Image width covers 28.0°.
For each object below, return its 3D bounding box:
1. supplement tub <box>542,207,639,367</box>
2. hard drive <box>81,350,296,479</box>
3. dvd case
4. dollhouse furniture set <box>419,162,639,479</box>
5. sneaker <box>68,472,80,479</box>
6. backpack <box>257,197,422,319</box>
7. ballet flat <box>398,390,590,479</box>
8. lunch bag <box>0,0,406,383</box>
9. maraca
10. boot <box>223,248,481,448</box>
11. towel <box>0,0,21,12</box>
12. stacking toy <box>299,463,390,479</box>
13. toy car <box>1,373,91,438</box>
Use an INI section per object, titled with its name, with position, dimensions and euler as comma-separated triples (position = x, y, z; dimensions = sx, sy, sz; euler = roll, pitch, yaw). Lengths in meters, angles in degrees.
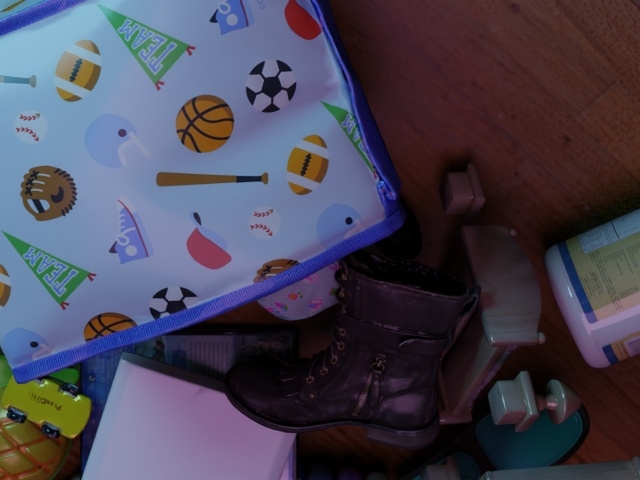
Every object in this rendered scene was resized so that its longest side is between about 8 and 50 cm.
[supplement tub]
position = 0.354, 0.038, 1.372
dimensions = 0.199, 0.144, 0.144
euler = -24, 117, 12
[hard drive]
position = -0.170, 0.303, 1.452
dimensions = 0.210, 0.040, 0.319
euler = 18, 103, -5
[dvd case]
position = -0.150, 0.190, 1.477
dimensions = 0.253, 0.022, 0.180
euler = 0, 90, 0
[dollhouse furniture set]
position = 0.212, 0.145, 1.406
dimensions = 0.174, 0.355, 0.303
euler = -1, 149, -15
[sneaker]
position = -0.380, 0.382, 1.587
dimensions = 0.118, 0.110, 0.292
euler = 39, 112, -10
[backpack]
position = 0.000, 0.000, 1.366
dimensions = 0.182, 0.115, 0.152
euler = -28, 119, 18
[ballet flat]
position = 0.202, 0.251, 1.521
dimensions = 0.280, 0.096, 0.095
euler = -33, 81, 26
[lunch bag]
position = -0.148, -0.096, 1.188
dimensions = 0.385, 0.239, 0.328
euler = -20, 106, 13
[maraca]
position = -0.348, 0.209, 1.492
dimensions = 0.127, 0.099, 0.186
euler = 14, 94, -21
[boot]
position = 0.027, 0.099, 1.333
dimensions = 0.263, 0.091, 0.229
euler = 8, 128, 8
[towel]
position = -0.217, -0.239, 1.277
dimensions = 0.285, 0.034, 0.209
euler = 23, 114, -15
[stacking toy]
position = -0.087, 0.307, 1.539
dimensions = 0.330, 0.141, 0.141
euler = 16, 118, -2
[toy car]
position = -0.394, 0.155, 1.425
dimensions = 0.225, 0.053, 0.239
euler = -32, 86, -1
